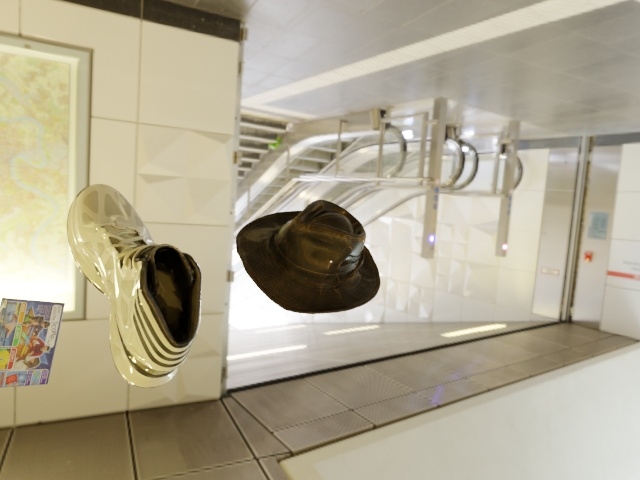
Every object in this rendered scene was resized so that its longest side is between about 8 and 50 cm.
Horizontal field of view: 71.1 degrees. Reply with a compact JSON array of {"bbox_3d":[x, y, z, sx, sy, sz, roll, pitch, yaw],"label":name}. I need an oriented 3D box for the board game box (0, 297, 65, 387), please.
[{"bbox_3d":[-0.704,0.243,1.069,0.035,0.202,0.136,2,169,30],"label":"board game box"}]

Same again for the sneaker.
[{"bbox_3d":[-0.334,0.027,0.856,0.169,0.448,0.257,-9,153,-47],"label":"sneaker"}]

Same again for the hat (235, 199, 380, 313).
[{"bbox_3d":[0.000,0.000,0.928,0.331,0.134,0.332,16,-141,-14],"label":"hat"}]
